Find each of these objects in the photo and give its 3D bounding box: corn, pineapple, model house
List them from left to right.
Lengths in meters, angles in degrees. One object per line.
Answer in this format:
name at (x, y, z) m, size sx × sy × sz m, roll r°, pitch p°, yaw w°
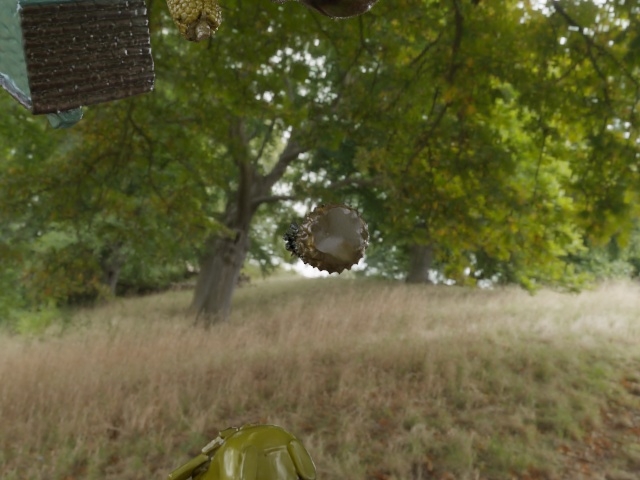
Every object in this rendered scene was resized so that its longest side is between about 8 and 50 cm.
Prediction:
model house at (-0.424, -0.315, 1.190) m, size 0.230 × 0.248 × 0.281 m, roll -19°, pitch 6°, yaw 40°
corn at (-0.321, -0.604, 1.687) m, size 0.119 × 0.321 × 0.119 m, roll -20°, pitch -26°, yaw -10°
pineapple at (0.000, 0.000, 0.725) m, size 0.074 × 0.074 × 0.159 m, roll 15°, pitch -7°, yaw -13°

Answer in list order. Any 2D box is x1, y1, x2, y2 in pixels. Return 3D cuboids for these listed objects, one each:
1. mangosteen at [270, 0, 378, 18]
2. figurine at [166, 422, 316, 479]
mangosteen at (-0.007, -0.376, 0.758) m, size 0.288 × 0.233 × 0.287 m, roll 18°, pitch 31°, yaw -11°
figurine at (-0.158, 0.436, 1.237) m, size 0.218 × 0.326 × 0.169 m, roll 6°, pitch 45°, yaw -33°
